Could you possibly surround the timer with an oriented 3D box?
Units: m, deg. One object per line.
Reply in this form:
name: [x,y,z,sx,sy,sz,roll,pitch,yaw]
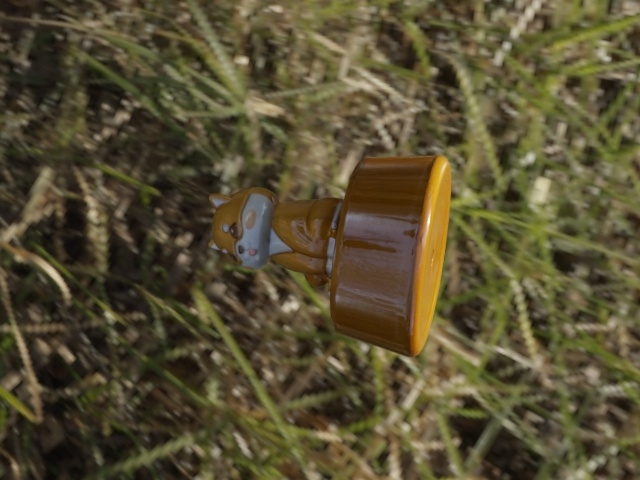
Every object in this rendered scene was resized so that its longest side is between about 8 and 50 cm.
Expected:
timer: [0.000,0.000,1.158,0.152,0.132,0.132,9,99,9]
